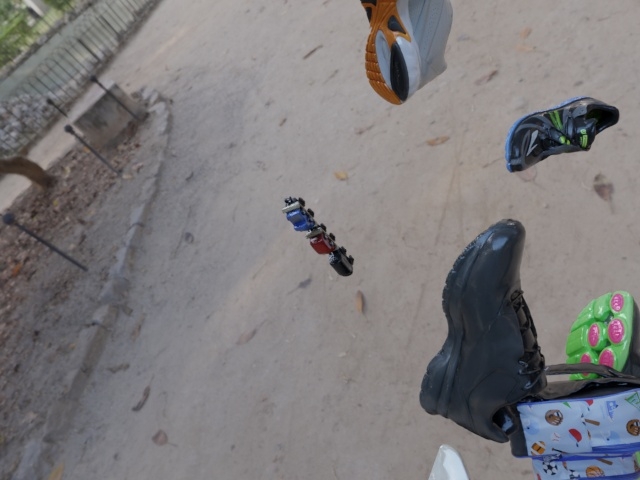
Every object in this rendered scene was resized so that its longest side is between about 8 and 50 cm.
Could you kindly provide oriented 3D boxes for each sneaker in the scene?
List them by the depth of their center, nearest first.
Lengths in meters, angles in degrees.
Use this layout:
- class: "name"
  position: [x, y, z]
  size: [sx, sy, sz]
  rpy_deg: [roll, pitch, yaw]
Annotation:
- class: "sneaker"
  position: [0.211, 0.112, 0.566]
  size: [0.130, 0.286, 0.109]
  rpy_deg: [25, 33, 38]
- class: "sneaker"
  position: [0.115, -0.318, 0.612]
  size: [0.121, 0.262, 0.099]
  rpy_deg: [-33, 46, -26]
- class: "sneaker"
  position: [0.337, -0.152, 0.671]
  size: [0.188, 0.067, 0.078]
  rpy_deg: [-27, 29, -13]
- class: "sneaker"
  position: [0.756, 0.368, 1.194]
  size: [0.185, 0.202, 0.482]
  rpy_deg: [157, 116, -68]

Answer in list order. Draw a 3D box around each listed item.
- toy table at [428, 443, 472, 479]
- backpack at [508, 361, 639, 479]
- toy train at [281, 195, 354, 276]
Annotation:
- class: "toy table"
  position: [0.221, 0.474, 0.742]
  size: [0.161, 0.274, 0.252]
  rpy_deg: [17, 68, 33]
- class: "backpack"
  position: [0.500, 0.347, 0.915]
  size: [0.264, 0.276, 0.213]
  rpy_deg: [-22, 77, 22]
- class: "toy train"
  position: [0.000, 0.000, 0.604]
  size: [0.027, 0.158, 0.036]
  rpy_deg: [-20, 46, 23]
